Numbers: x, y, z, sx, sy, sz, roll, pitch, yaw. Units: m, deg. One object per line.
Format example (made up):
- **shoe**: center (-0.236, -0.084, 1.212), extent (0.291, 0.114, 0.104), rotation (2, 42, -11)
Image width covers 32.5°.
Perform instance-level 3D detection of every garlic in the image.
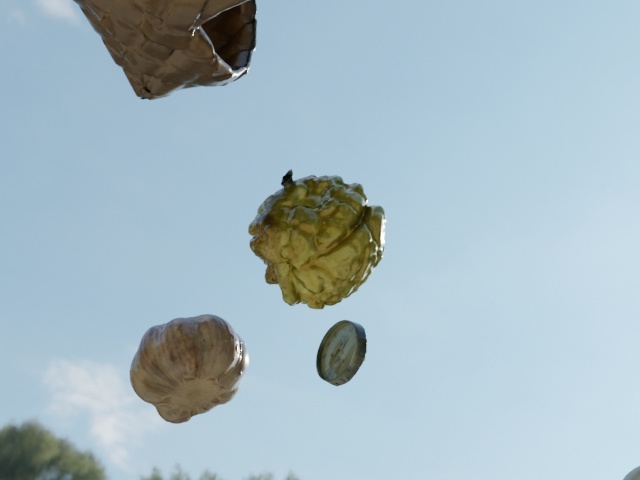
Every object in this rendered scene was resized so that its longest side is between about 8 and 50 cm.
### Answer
- **garlic**: center (-0.161, 0.149, 1.349), extent (0.147, 0.102, 0.159), rotation (-7, -40, -10)

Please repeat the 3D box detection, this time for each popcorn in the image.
- **popcorn**: center (-0.005, -0.007, 1.332), extent (0.174, 0.173, 0.142), rotation (-17, -34, 33)

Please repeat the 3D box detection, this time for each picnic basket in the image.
- **picnic basket**: center (-0.121, -0.348, 1.239), extent (0.337, 0.293, 0.337), rotation (2, -39, 1)

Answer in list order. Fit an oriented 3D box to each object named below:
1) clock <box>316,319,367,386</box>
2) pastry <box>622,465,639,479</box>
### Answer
- **clock**: center (0.025, 0.139, 1.365), extent (0.017, 0.085, 0.085), rotation (26, -39, -30)
- **pastry**: center (0.288, 0.227, 0.806), extent (0.156, 0.092, 0.156), rotation (34, -42, 37)
